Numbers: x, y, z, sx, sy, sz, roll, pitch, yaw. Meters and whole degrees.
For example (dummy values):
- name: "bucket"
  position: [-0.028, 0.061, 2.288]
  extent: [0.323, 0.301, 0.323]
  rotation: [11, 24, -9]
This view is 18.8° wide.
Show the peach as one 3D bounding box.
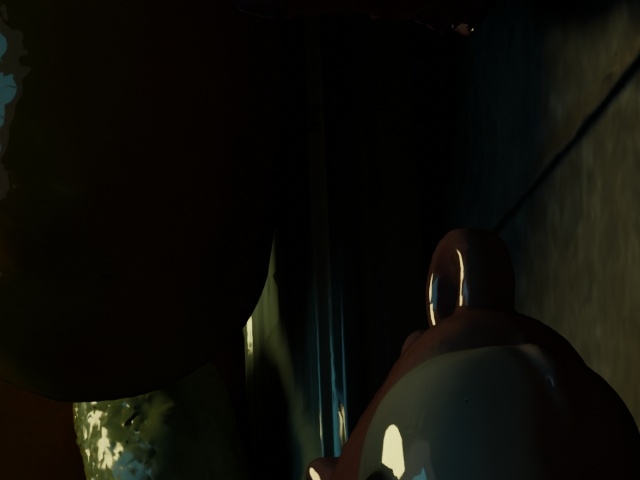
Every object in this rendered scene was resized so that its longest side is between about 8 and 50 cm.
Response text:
- name: "peach"
  position: [-0.087, -0.064, 0.761]
  extent: [0.251, 0.153, 0.251]
  rotation: [178, 90, -75]

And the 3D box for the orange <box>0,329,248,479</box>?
- name: "orange"
  position: [-0.151, 0.107, 1.145]
  extent: [0.274, 0.274, 0.310]
  rotation: [-103, 4, -56]

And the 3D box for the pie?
- name: "pie"
  position: [-0.052, 0.186, 0.896]
  extent: [0.323, 0.071, 0.323]
  rotation: [165, 90, -83]

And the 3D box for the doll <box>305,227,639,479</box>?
- name: "doll"
  position: [0.037, 0.127, 0.440]
  extent: [0.211, 0.093, 0.262]
  rotation: [172, 101, -75]

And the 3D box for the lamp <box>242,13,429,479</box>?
- name: "lamp"
  position: [0.000, 0.000, 0.830]
  extent: [0.266, 0.047, 0.269]
  rotation: [119, 149, -75]

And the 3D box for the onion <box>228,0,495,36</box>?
- name: "onion"
  position: [-0.008, -0.152, 0.536]
  extent: [0.207, 0.201, 0.200]
  rotation: [5, -96, -67]
